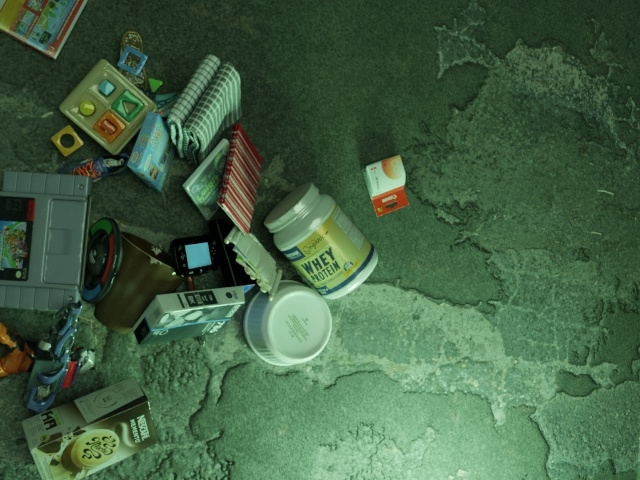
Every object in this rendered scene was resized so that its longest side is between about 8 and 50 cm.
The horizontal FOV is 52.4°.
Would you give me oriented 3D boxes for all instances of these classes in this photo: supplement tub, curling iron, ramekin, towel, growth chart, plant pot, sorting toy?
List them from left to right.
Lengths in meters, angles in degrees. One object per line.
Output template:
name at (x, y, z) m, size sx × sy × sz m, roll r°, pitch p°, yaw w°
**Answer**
sorting toy at (-0.565, -0.352, 1.723) m, size 0.196 × 0.047 × 0.347 m, roll 41°, pitch 90°, yaw -10°
plant pot at (-0.506, 0.128, 1.764) m, size 0.215 × 0.215 × 0.230 m, roll 32°, pitch 90°, yaw -22°
curling iron at (-0.358, 0.175, 1.911) m, size 0.068 × 0.035 × 0.274 m, roll -5°, pitch 89°, yaw -27°
towel at (-0.318, -0.349, 1.820) m, size 0.121 × 0.283 × 0.235 m, roll 25°, pitch 74°, yaw 1°
towel at (-0.233, -0.178, 1.900) m, size 0.199 × 0.031 × 0.275 m, roll 58°, pitch 35°, yaw -58°
growth chart at (-0.195, 0.054, 1.927) m, size 0.237 × 0.021 × 0.172 m, roll 53°, pitch 27°, yaw -12°
ramekin at (-0.089, 0.254, 1.991) m, size 0.273 × 0.127 × 0.273 m, roll 2°, pitch 86°, yaw -27°
supplement tub at (0.000, 0.000, 1.994) m, size 0.316 × 0.228 × 0.228 m, roll 48°, pitch 68°, yaw -16°

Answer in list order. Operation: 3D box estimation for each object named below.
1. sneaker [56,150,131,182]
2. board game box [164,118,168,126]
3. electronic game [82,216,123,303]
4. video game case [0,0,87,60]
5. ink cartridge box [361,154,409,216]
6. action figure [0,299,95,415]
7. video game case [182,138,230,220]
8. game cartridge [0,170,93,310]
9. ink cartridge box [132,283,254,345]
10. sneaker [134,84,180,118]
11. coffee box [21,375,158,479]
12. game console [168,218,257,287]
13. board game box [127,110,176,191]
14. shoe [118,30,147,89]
sneaker at (-0.616, -0.199, 1.774) m, size 0.221 × 0.087 × 0.083 m, roll -28°, pitch 99°, yaw -25°
board game box at (-0.428, -0.348, 1.876) m, size 0.090 × 0.090 × 0.020 m, roll -44°, pitch 104°, yaw -22°
electronic game at (-0.581, 0.051, 1.700) m, size 0.048 × 0.229 × 0.229 m, roll 16°, pitch 80°, yaw -40°
video game case at (-0.803, -0.642, 1.740) m, size 0.285 × 0.025 × 0.204 m, roll 27°, pitch 75°, yaw -22°
ink cartridge box at (0.231, -0.188, 2.225) m, size 0.145 × 0.045 × 0.179 m, roll -21°, pitch 94°, yaw -26°
action figure at (-0.723, 0.254, 1.649) m, size 0.330 × 0.178 × 0.341 m, roll 24°, pitch 103°, yaw -29°
video game case at (-0.307, -0.176, 1.904) m, size 0.190 × 0.022 × 0.173 m, roll -53°, pitch 152°, yaw -19°
game cartridge at (-0.723, 0.001, 1.680) m, size 0.230 × 0.068 × 0.355 m, roll 4°, pitch 85°, yaw -6°
ink cartridge box at (-0.334, 0.202, 1.795) m, size 0.333 × 0.165 × 0.065 m, roll -5°, pitch 55°, yaw -46°
sneaker at (-0.510, -0.383, 1.791) m, size 0.262 × 0.104 × 0.125 m, roll -18°, pitch 118°, yaw -16°
coffee box at (-0.594, 0.501, 1.695) m, size 0.297 × 0.119 × 0.168 m, roll -20°, pitch 126°, yaw -26°
game console at (-0.301, 0.049, 1.826) m, size 0.361 × 0.044 × 0.213 m, roll -11°, pitch 82°, yaw -67°
board game box at (-0.458, -0.240, 1.793) m, size 0.039 × 0.211 × 0.160 m, roll 17°, pitch 78°, yaw 5°
shoe at (-0.532, -0.479, 1.842) m, size 0.076 × 0.058 × 0.219 m, roll 0°, pitch 105°, yaw -23°
